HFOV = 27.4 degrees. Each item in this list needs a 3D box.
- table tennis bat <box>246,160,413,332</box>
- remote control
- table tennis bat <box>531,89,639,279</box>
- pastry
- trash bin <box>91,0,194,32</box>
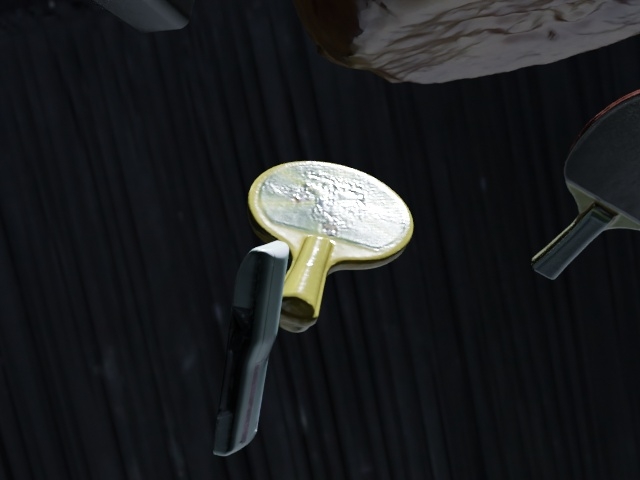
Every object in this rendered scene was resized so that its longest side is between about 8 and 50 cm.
[{"bbox_3d":[0.000,0.000,1.503,0.198,0.050,0.321,16,34,3],"label":"table tennis bat"},{"bbox_3d":[-0.053,0.084,1.026,0.029,0.166,0.065,11,9,15],"label":"remote control"},{"bbox_3d":[0.341,-0.054,1.477,0.301,0.173,0.022,-52,15,39],"label":"table tennis bat"},{"bbox_3d":[0.134,-0.220,0.884,0.356,0.164,0.356,-14,-10,-3],"label":"pastry"},{"bbox_3d":[-0.255,-0.384,1.680,0.115,0.165,0.225,-1,-19,27],"label":"trash bin"}]
